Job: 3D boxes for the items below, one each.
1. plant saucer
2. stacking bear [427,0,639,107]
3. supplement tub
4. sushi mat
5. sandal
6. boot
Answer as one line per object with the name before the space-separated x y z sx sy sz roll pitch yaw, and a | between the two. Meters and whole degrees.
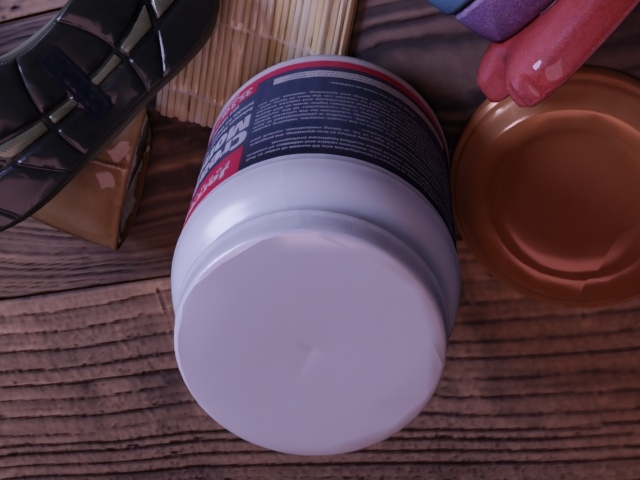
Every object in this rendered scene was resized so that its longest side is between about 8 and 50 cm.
plant saucer | 0.194 -0.033 0.939 0.200 0.037 0.200 7 117 14
stacking bear | 0.078 -0.245 0.798 0.289 0.175 0.164 43 94 -7
supplement tub | 0.000 0.000 0.864 0.191 0.272 0.191 1 119 3
sushi mat | -0.040 -0.220 0.930 0.151 0.019 0.316 16 120 10
sandal | -0.202 -0.104 0.935 0.303 0.086 0.120 -36 96 -6
boot | -0.266 -0.136 1.012 0.269 0.089 0.236 18 123 5
